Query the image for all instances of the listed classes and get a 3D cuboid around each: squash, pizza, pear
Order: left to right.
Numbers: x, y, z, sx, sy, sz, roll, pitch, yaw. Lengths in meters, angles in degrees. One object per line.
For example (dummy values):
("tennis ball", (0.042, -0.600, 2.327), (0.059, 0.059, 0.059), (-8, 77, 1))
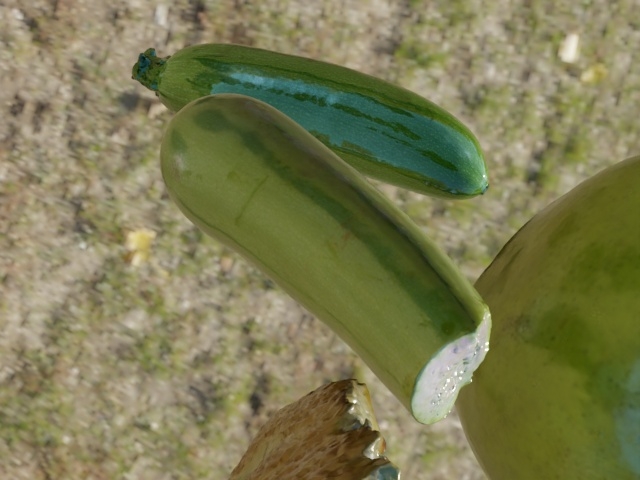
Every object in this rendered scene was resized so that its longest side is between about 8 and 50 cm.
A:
("pizza", (-0.017, 0.123, 0.578), (0.056, 0.271, 0.134), (44, 94, -3))
("squash", (-0.007, -0.135, 1.533), (0.107, 0.395, 0.107), (17, 90, -84))
("squash", (0.000, 0.000, 0.765), (0.083, 0.250, 0.083), (-26, 137, -26))
("pear", (0.265, 0.097, 0.909), (0.287, 0.375, 0.287), (-31, 129, -47))
